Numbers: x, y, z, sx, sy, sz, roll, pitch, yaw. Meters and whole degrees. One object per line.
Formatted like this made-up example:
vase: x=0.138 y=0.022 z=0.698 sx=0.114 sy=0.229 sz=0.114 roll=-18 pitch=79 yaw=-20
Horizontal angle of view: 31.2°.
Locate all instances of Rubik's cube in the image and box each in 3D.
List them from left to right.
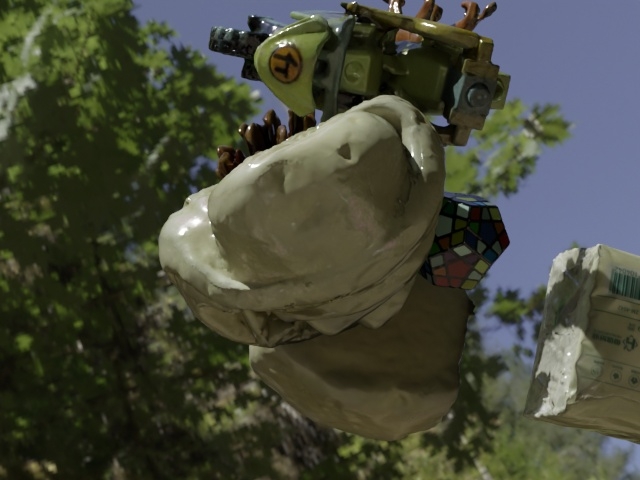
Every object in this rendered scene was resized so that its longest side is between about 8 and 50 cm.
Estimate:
Rubik's cube: x=0.173 y=-0.001 z=1.450 sx=0.133 sy=0.133 sz=0.112 roll=6 pitch=-15 yaw=-37

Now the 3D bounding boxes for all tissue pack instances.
tissue pack: x=0.556 y=0.196 z=1.875 sx=0.380 sy=0.297 sz=0.207 roll=18 pitch=-12 yaw=-8

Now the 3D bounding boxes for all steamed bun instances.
steamed bun: x=0.000 y=0.000 z=1.337 sx=0.352 sy=0.247 sz=0.339 roll=-24 pitch=3 yaw=35

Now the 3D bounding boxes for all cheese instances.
cheese: x=0.061 y=0.114 z=1.542 sx=0.318 sy=0.326 sz=0.115 roll=-31 pitch=-24 yaw=-29

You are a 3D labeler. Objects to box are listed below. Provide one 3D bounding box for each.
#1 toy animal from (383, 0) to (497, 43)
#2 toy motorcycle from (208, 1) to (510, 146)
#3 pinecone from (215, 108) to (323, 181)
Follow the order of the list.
toy animal: x=0.152 y=-0.319 z=1.853 sx=0.097 sy=0.312 sz=0.158 roll=17 pitch=-87 yaw=-23
toy motorcycle: x=0.063 y=-0.231 z=1.522 sx=0.409 sy=0.237 sz=0.169 roll=5 pitch=-72 yaw=-17
pinecone: x=0.012 y=-0.069 z=1.952 sx=0.384 sy=0.384 sz=0.384 roll=-17 pitch=-39 yaw=-15
